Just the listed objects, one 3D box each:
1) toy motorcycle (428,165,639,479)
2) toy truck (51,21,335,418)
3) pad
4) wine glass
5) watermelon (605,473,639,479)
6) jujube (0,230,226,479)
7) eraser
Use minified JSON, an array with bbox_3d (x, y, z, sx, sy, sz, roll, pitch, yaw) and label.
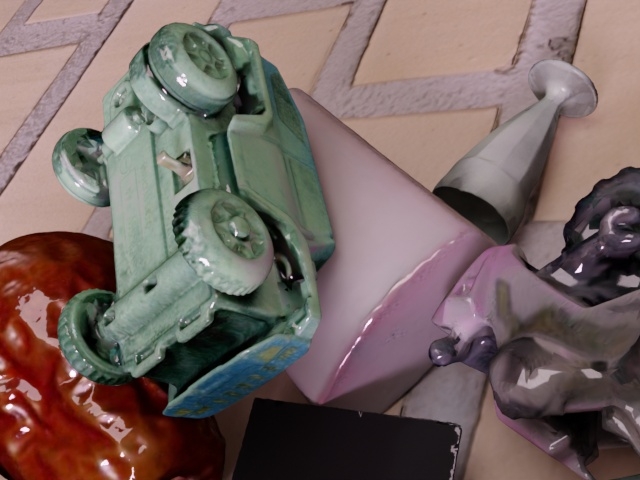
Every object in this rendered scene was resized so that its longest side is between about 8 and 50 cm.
[{"bbox_3d":[0.154,0.115,0.488,0.188,0.143,0.327,-14,61,32],"label":"toy motorcycle"},{"bbox_3d":[-0.084,-0.022,0.604,0.155,0.156,0.279,-38,50,31],"label":"toy truck"},{"bbox_3d":[-0.007,0.223,0.534,0.163,0.004,0.243,2,66,32],"label":"pad"},{"bbox_3d":[0.160,-0.071,0.692,0.073,0.073,0.155,21,62,41],"label":"wine glass"},{"bbox_3d":[0.105,0.237,0.359,0.226,0.148,0.318,31,87,7],"label":"watermelon"},{"bbox_3d":[-0.182,0.110,0.659,0.190,0.190,0.255,-43,55,-9],"label":"jujube"},{"bbox_3d":[0.000,0.000,0.695,0.174,0.095,0.270,-52,42,7],"label":"eraser"}]
